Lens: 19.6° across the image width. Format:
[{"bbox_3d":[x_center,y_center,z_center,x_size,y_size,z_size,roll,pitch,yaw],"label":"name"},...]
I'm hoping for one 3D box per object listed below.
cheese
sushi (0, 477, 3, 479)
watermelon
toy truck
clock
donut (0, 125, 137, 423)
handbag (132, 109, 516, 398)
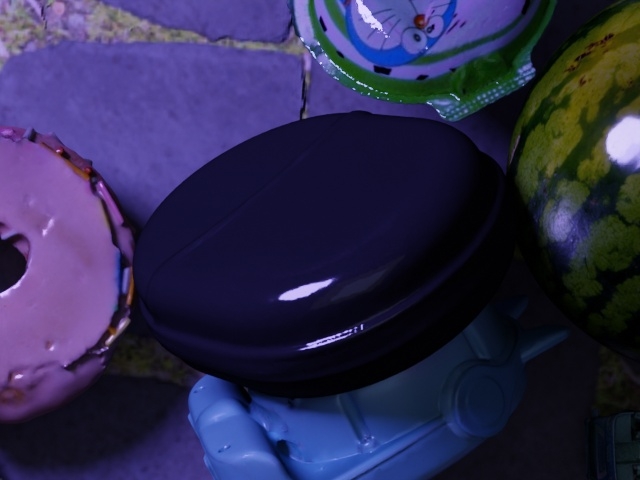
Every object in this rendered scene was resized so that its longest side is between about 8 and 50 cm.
[{"bbox_3d":[0.059,-0.225,1.397,0.204,0.083,0.320,-28,63,0],"label":"cheese"},{"bbox_3d":[-0.322,0.189,1.456,0.120,0.026,0.126,-37,93,-3],"label":"sushi"},{"bbox_3d":[0.275,-0.046,1.324,0.285,0.285,0.285,0,88,1],"label":"watermelon"},{"bbox_3d":[0.289,0.157,1.431,0.175,0.081,0.067,-2,89,-18],"label":"toy truck"},{"bbox_3d":[0.041,0.104,1.354,0.274,0.223,0.094,-29,105,-5],"label":"clock"},{"bbox_3d":[-0.237,0.019,1.429,0.199,0.085,0.233,-21,88,1],"label":"donut"},{"bbox_3d":[0.000,-0.001,1.331,0.254,0.308,0.093,-44,122,-25],"label":"handbag"}]
